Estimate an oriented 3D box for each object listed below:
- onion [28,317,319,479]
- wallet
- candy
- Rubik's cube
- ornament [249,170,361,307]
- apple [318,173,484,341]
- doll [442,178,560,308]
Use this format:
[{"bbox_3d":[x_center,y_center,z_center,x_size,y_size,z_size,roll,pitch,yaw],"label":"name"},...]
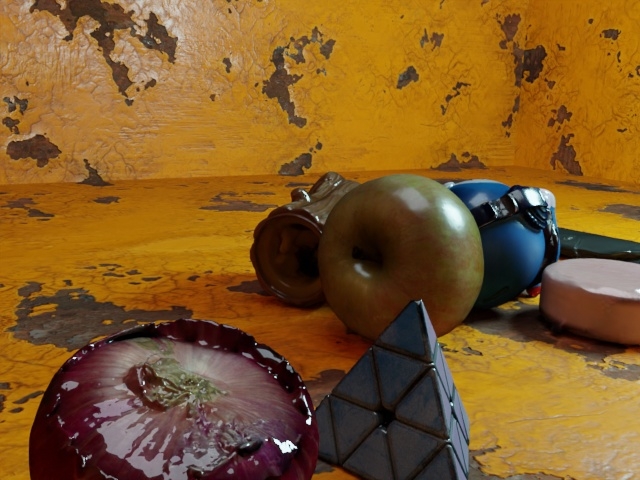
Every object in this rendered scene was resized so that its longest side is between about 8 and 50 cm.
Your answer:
[{"bbox_3d":[-0.116,0.171,0.628,0.248,0.161,0.248,-3,21,1],"label":"onion"},{"bbox_3d":[0.633,0.011,1.807,0.197,0.051,0.377,-4,12,-31],"label":"wallet"},{"bbox_3d":[0.484,0.099,1.244,0.255,0.094,0.255,3,12,-1],"label":"candy"},{"bbox_3d":[0.100,0.177,0.722,0.211,0.190,0.178,-6,31,-17],"label":"Rubik's cube"},{"bbox_3d":[0.000,0.000,1.346,0.235,0.221,0.217,-1,13,27],"label":"ornament"},{"bbox_3d":[0.129,0.031,1.118,0.257,0.256,0.234,13,2,41],"label":"apple"},{"bbox_3d":[0.300,0.005,1.345,0.284,0.240,0.310,-38,-30,30],"label":"doll"}]
